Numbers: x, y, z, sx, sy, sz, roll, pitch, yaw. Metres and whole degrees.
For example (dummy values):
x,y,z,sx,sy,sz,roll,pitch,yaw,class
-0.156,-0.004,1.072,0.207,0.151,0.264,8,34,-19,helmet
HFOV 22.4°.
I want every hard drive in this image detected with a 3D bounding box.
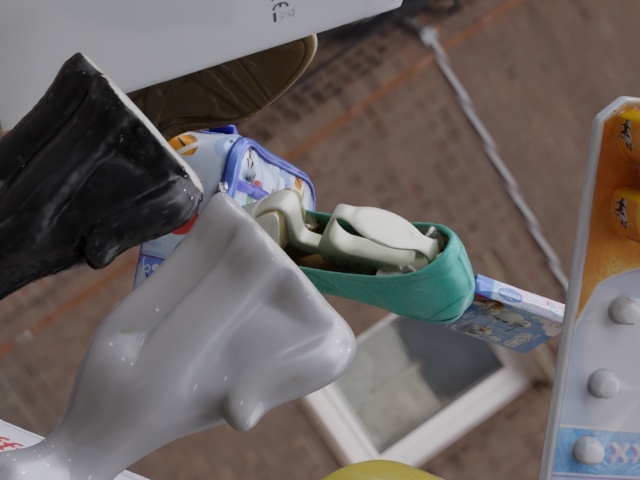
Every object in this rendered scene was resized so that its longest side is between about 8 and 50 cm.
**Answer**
x,y,z,sx,sy,sz,roll,pitch,yaw,class
-0.107,-0.217,1.266,0.233,0.353,0.047,86,-17,-59,hard drive

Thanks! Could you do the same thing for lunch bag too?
x,y,z,sx,sy,sz,roll,pitch,yaw,class
-0.094,0.008,1.676,0.115,0.243,0.303,10,-6,16,lunch bag

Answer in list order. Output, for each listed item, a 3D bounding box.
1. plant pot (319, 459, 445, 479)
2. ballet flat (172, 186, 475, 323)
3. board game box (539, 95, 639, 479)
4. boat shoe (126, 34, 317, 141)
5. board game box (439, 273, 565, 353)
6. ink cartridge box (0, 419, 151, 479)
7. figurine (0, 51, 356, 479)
x,y,z,sx,sy,sz,roll,pitch,yaw,class
0.101,0.339,1.375,0.239,0.254,0.254,15,-37,51,plant pot
0.000,0.000,1.247,0.247,0.083,0.087,10,-48,16,ballet flat
0.318,0.133,0.909,0.050,0.390,0.390,-135,-129,-76,board game box
-0.131,-0.157,1.521,0.109,0.302,0.098,44,35,-29,boat shoe
0.154,0.063,1.363,0.090,0.020,0.090,18,-24,-12,board game box
-0.228,0.205,0.890,0.211,0.121,0.289,17,16,32,ink cartridge box
-0.122,0.049,0.738,0.215,0.209,0.092,43,-5,39,figurine
